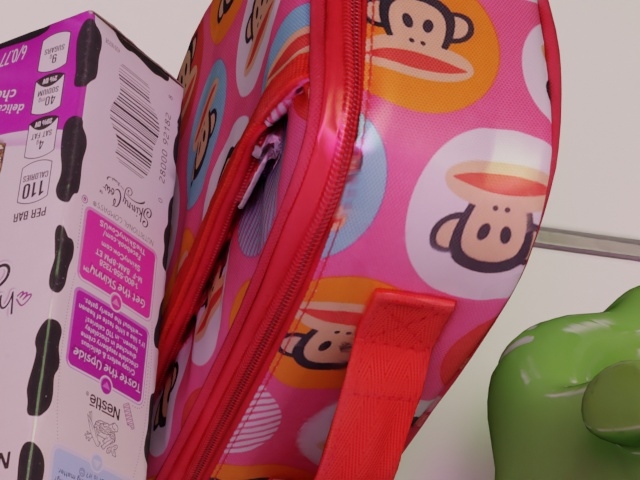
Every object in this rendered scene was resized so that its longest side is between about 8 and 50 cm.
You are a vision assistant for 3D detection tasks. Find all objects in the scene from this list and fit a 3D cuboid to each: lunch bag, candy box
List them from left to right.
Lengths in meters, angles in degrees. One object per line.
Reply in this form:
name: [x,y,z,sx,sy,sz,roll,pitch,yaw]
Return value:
candy box: [-0.147,0.037,0.636,0.159,0.071,0.233,-15,58,28]
lunch bag: [0.000,0.000,0.649,0.120,0.293,0.258,11,50,-14]

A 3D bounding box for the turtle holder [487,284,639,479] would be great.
turtle holder: [0.177,0.167,0.638,0.227,0.243,0.320,7,10,-30]
